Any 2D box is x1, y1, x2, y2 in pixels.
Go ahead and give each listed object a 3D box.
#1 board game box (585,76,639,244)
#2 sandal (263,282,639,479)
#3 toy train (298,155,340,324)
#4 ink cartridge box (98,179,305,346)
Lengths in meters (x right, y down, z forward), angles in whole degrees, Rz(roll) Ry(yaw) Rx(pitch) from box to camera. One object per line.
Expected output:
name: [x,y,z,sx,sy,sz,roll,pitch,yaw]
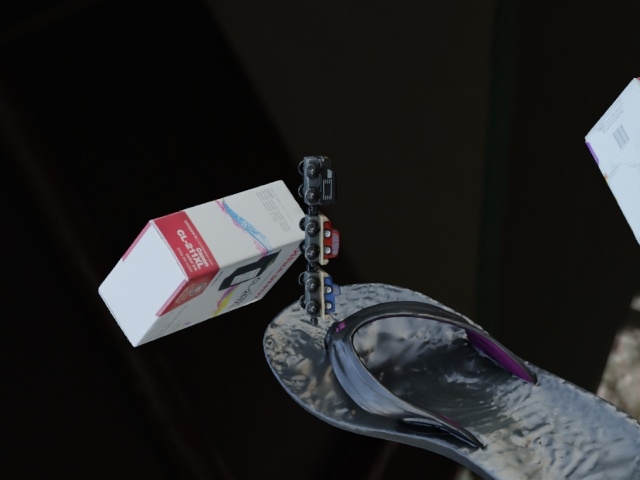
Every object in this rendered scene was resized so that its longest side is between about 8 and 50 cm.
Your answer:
board game box: [0.456,-0.119,1.773,0.275,0.142,0.144,-19,-17,-20]
sandal: [0.128,0.137,1.630,0.167,0.446,0.107,-54,-34,-21]
toy train: [0.000,0.000,1.486,0.027,0.036,0.158,-143,50,-64]
ink cartridge box: [-0.108,0.020,1.592,0.175,0.072,0.127,-19,-21,-43]
